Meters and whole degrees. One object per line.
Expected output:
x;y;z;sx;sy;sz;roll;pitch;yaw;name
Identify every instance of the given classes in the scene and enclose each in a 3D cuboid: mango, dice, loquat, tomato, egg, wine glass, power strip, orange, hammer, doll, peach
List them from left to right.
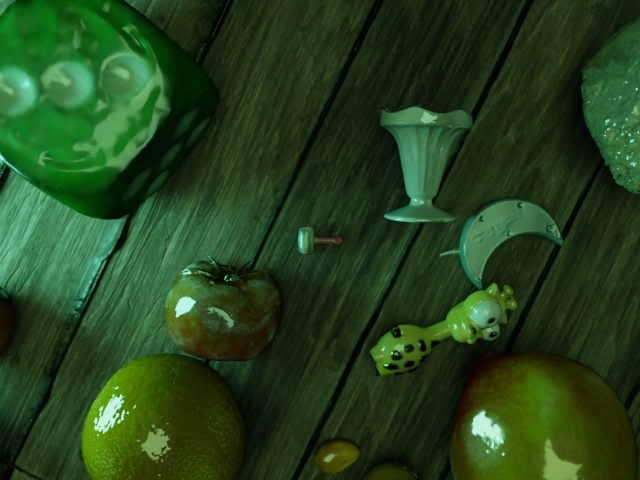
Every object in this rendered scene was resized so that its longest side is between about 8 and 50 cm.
-0.363;-0.226;1.062;0.297;0.287;0.300;38;91;-1;dice
-0.258;0.329;1.089;0.274;0.274;0.274;0;92;1;orange
-0.175;0.128;1.140;0.213;0.155;0.181;6;95;-1;tomato
0.000;0.000;1.194;0.083;0.031;0.053;1;94;-10;hammer
0.031;0.400;1.195;0.089;0.046;0.060;-6;94;-12;mango
0.127;0.470;1.151;0.141;0.141;0.141;0;92;1;loquat
0.179;-0.133;1.131;0.164;0.165;0.197;3;99;1;wine glass
0.224;0.166;1.167;0.291;0.086;0.117;-24;131;-1;doll
0.325;-0.001;1.180;0.215;0.044;0.137;-27;91;1;power strip
0.362;0.339;1.077;0.307;0.308;0.333;-21;75;1;peach
0.570;-0.229;1.061;0.279;0.279;0.311;-4;81;1;egg

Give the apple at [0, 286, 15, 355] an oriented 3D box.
-0.644;0.151;1.128;0.199;0.199;0.199;0;92;1;apple
